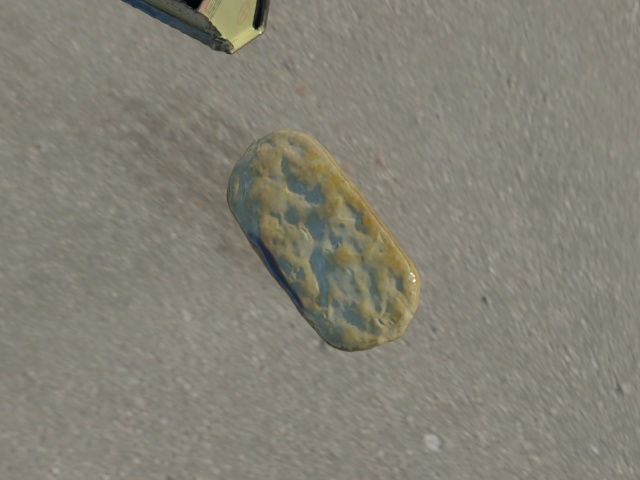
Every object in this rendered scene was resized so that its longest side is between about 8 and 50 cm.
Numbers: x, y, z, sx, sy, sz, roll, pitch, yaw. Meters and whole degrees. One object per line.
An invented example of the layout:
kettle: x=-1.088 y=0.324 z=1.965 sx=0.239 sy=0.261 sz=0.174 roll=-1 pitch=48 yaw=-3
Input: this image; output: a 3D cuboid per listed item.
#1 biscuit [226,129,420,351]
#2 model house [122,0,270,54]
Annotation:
biscuit: x=0.000 y=0.000 z=0.924 sx=0.071 sy=0.018 sz=0.147 roll=-41 pitch=71 yaw=12
model house: x=-0.056 y=-0.109 z=0.576 sx=0.083 sy=0.058 sz=0.057 roll=27 pitch=88 yaw=16
